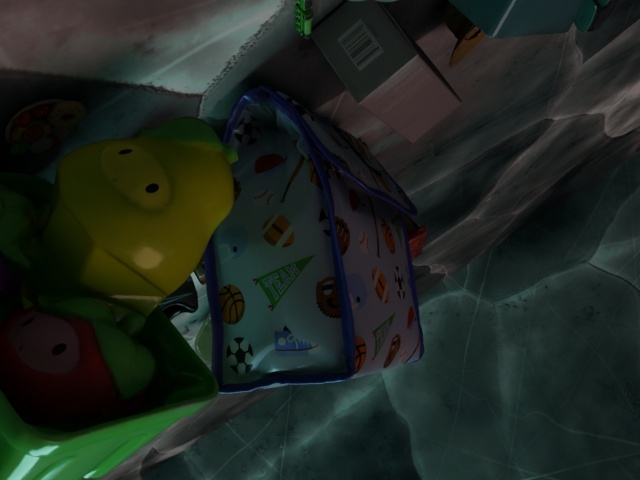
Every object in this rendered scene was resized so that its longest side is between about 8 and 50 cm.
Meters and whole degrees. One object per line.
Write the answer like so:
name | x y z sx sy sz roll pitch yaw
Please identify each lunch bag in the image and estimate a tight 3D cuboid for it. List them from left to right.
lunch bag | 0.000 0.000 1.146 0.239 0.385 0.328 -10 171 20

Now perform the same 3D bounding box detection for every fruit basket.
fruit basket | -0.253 0.025 0.817 0.392 0.392 0.283 -41 161 25

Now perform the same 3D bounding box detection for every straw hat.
straw hat | 0.207 -0.318 1.153 0.144 0.061 0.144 -46 172 -8

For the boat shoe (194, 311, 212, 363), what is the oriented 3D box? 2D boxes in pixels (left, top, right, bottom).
boat shoe | -0.159 0.132 1.689 0.302 0.113 0.103 -49 177 36

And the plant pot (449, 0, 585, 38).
plant pot | 0.242 -0.375 0.912 0.166 0.165 0.234 -17 148 -40

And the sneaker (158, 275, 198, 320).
sneaker | -0.329 0.126 1.360 0.267 0.106 0.101 -29 164 -3

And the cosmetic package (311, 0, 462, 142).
cosmetic package | 0.095 -0.227 1.101 0.107 0.127 0.238 -39 163 17

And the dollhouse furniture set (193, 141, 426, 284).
dollhouse furniture set | -0.026 0.014 1.417 0.374 0.201 0.152 -29 165 -7

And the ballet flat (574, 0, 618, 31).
ballet flat | 0.468 -0.409 1.339 0.074 0.074 0.203 -32 169 -1

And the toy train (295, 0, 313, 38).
toy train | -0.018 -0.268 0.966 0.017 0.023 0.083 -29 162 -11

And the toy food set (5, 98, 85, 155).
toy food set | -0.299 -0.122 0.885 0.083 0.020 0.082 -17 157 -42
